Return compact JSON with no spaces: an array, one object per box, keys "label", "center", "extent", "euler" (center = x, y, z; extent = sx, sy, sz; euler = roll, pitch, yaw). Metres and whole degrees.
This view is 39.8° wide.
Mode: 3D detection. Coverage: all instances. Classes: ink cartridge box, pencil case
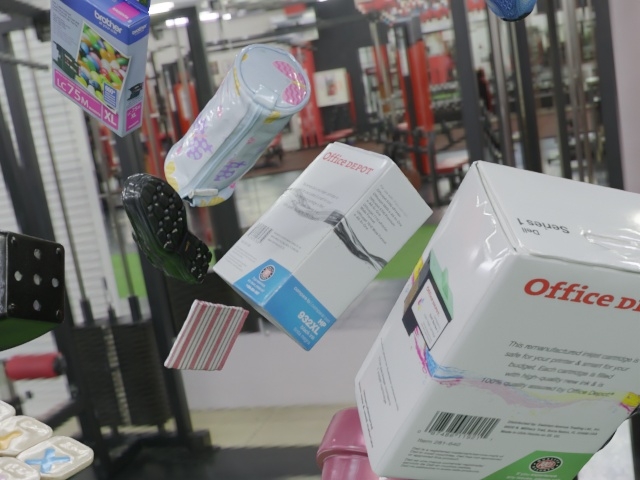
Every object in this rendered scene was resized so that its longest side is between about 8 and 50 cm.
[{"label":"ink cartridge box","center":[0.175,0.085,0.757],"extent":[0.202,0.278,0.117],"euler":[9,40,-19]},{"label":"pencil case","center":[-0.123,-0.155,1.243],"extent":[0.273,0.113,0.124],"euler":[-43,7,46]},{"label":"ink cartridge box","center":[0.000,0.000,1.461],"extent":[0.307,0.129,0.223],"euler":[-47,28,-8]},{"label":"ink cartridge box","center":[-0.389,-0.347,1.546],"extent":[0.186,0.311,0.065],"euler":[35,49,13]}]

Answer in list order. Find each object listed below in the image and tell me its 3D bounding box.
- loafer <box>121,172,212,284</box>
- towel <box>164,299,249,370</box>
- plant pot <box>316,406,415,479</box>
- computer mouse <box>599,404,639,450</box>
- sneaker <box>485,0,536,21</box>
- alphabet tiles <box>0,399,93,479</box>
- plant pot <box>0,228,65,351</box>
[{"label":"loafer","center":[-0.202,-0.011,1.095],"extent":[0.078,0.076,0.223],"euler":[12,-25,17]},{"label":"towel","center":[-0.226,0.190,1.756],"extent":[0.029,0.144,0.197],"euler":[27,3,28]},{"label":"plant pot","center":[0.074,0.304,0.945],"extent":[0.201,0.201,0.180],"euler":[-1,52,38]},{"label":"computer mouse","center":[0.531,0.296,1.475],"extent":[0.041,0.071,0.242],"euler":[13,-39,-28]},{"label":"sneaker","center":[0.259,-0.425,1.195],"extent":[0.130,0.147,0.329],"euler":[-1,55,28]},{"label":"alphabet tiles","center":[-0.360,0.215,0.804],"extent":[0.284,0.021,0.278],"euler":[19,21,27]},{"label":"plant pot","center":[-0.494,0.067,1.342],"extent":[0.167,0.188,0.187],"euler":[-9,-13,22]}]
